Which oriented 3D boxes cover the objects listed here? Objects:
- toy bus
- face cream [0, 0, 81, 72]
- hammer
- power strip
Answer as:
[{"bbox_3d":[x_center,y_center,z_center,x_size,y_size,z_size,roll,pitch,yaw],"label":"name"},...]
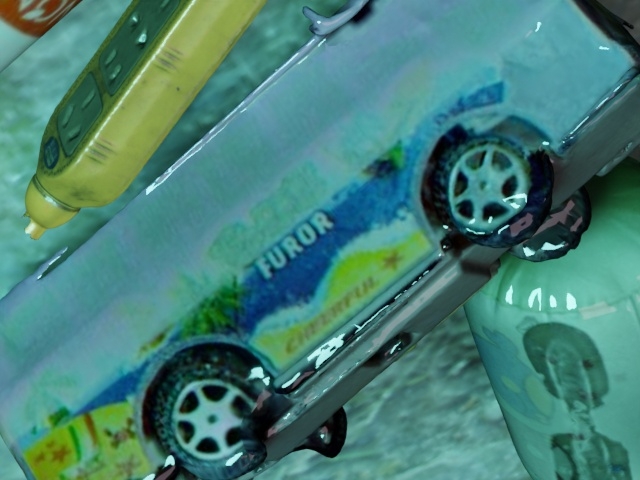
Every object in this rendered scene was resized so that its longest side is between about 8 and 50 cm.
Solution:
[{"bbox_3d":[0.000,0.000,0.818,0.317,0.138,0.112,-42,164,10],"label":"toy bus"},{"bbox_3d":[-0.125,-0.116,0.683,0.345,0.102,0.102,-40,134,10],"label":"face cream"},{"bbox_3d":[0.237,0.054,0.899,0.335,0.119,0.206,4,143,24],"label":"hammer"},{"bbox_3d":[-0.073,-0.068,0.787,0.028,0.049,0.178,24,115,-33],"label":"power strip"}]
